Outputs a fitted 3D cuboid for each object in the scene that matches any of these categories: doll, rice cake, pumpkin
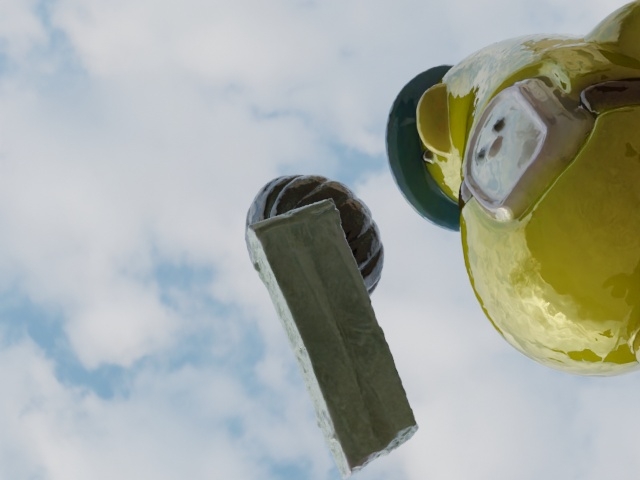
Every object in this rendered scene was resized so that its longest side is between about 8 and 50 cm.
[{"bbox_3d":[0.131,-0.038,0.495,0.145,0.363,0.200,7,-67,-19],"label":"doll"},{"bbox_3d":[0.012,0.079,0.770,0.085,0.040,0.226,-18,-101,-20],"label":"rice cake"},{"bbox_3d":[-0.008,0.008,1.125,0.150,0.194,0.194,-18,-106,-14],"label":"pumpkin"}]
